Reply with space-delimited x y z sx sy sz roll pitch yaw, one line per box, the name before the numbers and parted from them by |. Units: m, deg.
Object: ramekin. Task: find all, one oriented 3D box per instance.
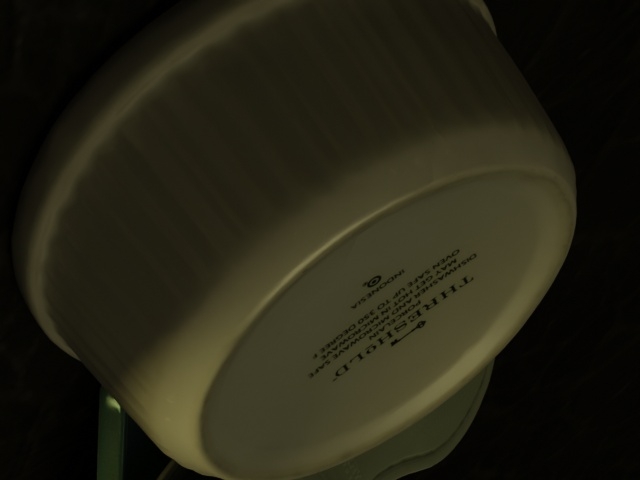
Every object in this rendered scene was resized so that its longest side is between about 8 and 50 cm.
ramekin | 0.000 0.000 0.757 0.273 0.127 0.273 -27 148 -18

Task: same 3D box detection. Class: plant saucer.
plant saucer | -0.096 0.171 0.896 0.067 0.018 0.192 -5 101 -44

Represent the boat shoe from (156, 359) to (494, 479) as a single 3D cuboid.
boat shoe | 0.000 0.106 0.919 0.302 0.091 0.114 -35 117 -46
